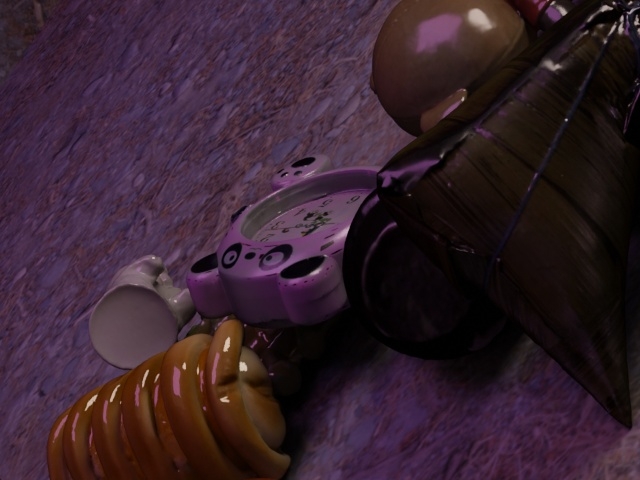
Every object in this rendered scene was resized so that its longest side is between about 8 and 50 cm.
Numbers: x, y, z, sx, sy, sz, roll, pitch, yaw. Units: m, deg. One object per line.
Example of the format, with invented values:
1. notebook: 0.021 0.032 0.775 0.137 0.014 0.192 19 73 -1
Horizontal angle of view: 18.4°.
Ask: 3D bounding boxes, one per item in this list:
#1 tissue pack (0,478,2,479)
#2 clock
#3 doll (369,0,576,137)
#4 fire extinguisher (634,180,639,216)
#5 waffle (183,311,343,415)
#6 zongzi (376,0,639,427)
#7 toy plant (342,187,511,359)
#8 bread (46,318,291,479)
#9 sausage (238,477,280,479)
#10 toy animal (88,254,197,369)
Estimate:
1. tissue pack: -0.362 0.369 1.985 0.160 0.242 0.338 -44 22 7
2. clock: 0.000 0.000 2.006 0.228 0.090 0.248 1 30 43
3. doll: 0.193 -0.245 2.097 0.330 0.174 0.235 -45 28 1
4. fire extinguisher: 0.298 -0.093 1.743 0.337 0.106 0.147 -46 33 6
5. waffle: -0.078 0.114 2.145 0.292 0.056 0.309 -19 37 50
6. zongzi: 0.236 -0.028 1.626 0.286 0.300 0.138 -39 -21 -7
7. toy plant: 0.115 0.011 1.827 0.218 0.175 0.235 -53 -3 13
8. bread: -0.167 0.210 1.999 0.311 0.172 0.121 -31 -13 40
9. sausage: -0.102 0.298 1.772 0.258 0.133 0.133 -37 24 31
10. toy animal: -0.202 0.080 2.279 0.130 0.104 0.221 -62 4 1
